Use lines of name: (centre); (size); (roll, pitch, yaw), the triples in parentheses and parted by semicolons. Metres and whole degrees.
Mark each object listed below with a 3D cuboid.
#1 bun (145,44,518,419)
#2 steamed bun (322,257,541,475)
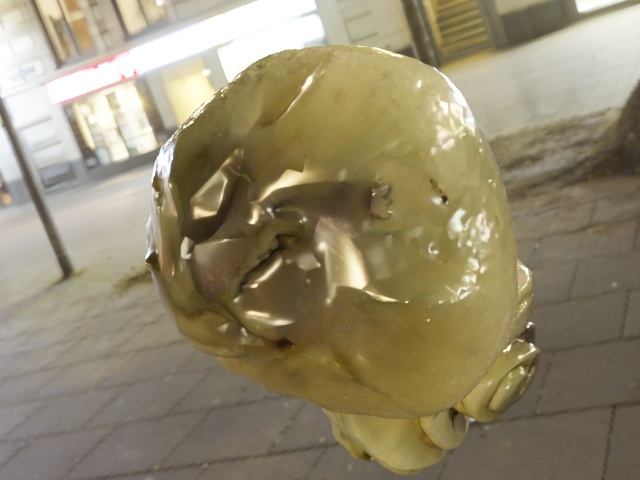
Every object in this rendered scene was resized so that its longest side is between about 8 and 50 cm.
bun: (-0.002, 0.004, 0.650); (0.272, 0.273, 0.168); (-13, 12, 31)
steamed bun: (0.157, 0.138, 1.229); (0.237, 0.394, 0.346); (20, 35, 11)
